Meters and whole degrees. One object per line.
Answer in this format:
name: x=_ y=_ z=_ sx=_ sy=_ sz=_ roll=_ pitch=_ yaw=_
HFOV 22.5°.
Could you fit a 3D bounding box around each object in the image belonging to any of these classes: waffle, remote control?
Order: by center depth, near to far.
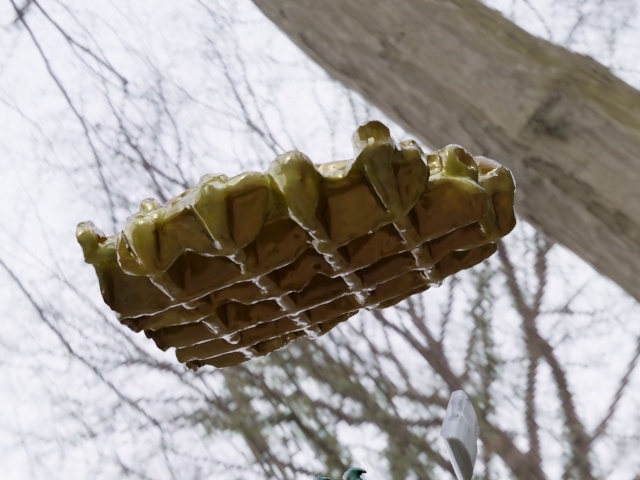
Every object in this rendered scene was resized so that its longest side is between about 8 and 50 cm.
waffle: x=0.000 y=-0.001 z=0.869 sx=0.219 sy=0.057 sz=0.229 roll=-18 pitch=-18 yaw=6
remote control: x=0.170 y=0.231 z=1.899 sx=0.029 sy=0.166 sz=0.065 roll=-21 pitch=-81 yaw=15

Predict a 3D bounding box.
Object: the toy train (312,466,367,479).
toy train: x=-0.012 y=0.126 z=0.684 sx=0.029 sy=0.092 sz=0.045 roll=-12 pitch=-94 yaw=-59
